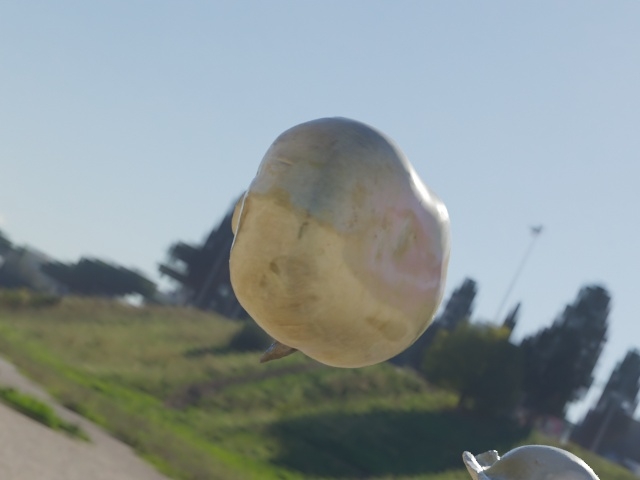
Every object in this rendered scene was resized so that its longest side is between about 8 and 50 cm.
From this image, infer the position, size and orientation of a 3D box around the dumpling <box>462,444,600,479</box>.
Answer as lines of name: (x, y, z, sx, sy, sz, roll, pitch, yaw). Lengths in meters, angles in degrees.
dumpling: (0.212, 0.256, 1.609, 0.188, 0.108, 0.127, 14, 0, -35)

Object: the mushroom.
mushroom: (0.000, 0.000, 1.614, 0.234, 0.260, 0.254, 10, 19, 43)

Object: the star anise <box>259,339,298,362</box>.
star anise: (0.000, 0.048, 1.837, 0.181, 0.204, 0.061, 65, -16, -14)
